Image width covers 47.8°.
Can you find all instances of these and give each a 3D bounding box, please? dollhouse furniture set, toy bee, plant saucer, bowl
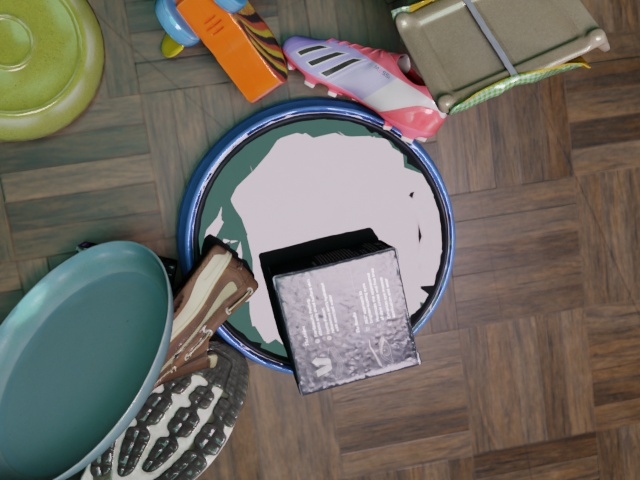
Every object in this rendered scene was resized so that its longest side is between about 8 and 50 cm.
[{"bbox_3d":[0.192,-0.262,0.880,0.198,0.151,0.301,-23,61,5],"label":"dollhouse furniture set"},{"bbox_3d":[-0.138,-0.327,0.902,0.195,0.162,0.298,-10,128,14],"label":"toy bee"},{"bbox_3d":[-0.290,0.143,0.843,0.317,0.317,0.043,-43,133,0],"label":"plant saucer"},{"bbox_3d":[-0.391,-0.245,0.898,0.241,0.037,0.240,-1,94,-24],"label":"plant saucer"},{"bbox_3d":[0.000,0.000,0.993,0.392,0.077,0.390,-1,97,-7],"label":"bowl"}]

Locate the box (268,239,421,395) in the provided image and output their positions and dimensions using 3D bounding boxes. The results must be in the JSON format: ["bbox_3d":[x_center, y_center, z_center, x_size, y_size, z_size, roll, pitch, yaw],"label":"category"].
[{"bbox_3d":[0.028,0.094,0.922,0.158,0.093,0.155,-13,99,-6],"label":"box"}]

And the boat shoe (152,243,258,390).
[{"bbox_3d":[-0.168,0.131,0.884,0.095,0.095,0.257,38,79,-13],"label":"boat shoe"}]

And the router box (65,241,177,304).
[{"bbox_3d":[-0.278,0.102,0.985,0.133,0.046,0.178,12,95,-7],"label":"router box"}]

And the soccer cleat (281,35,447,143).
[{"bbox_3d":[0.059,-0.216,0.927,0.248,0.083,0.095,36,116,23],"label":"soccer cleat"}]

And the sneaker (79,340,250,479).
[{"bbox_3d":[-0.230,0.312,0.966,0.158,0.182,0.410,34,84,11],"label":"sneaker"}]
